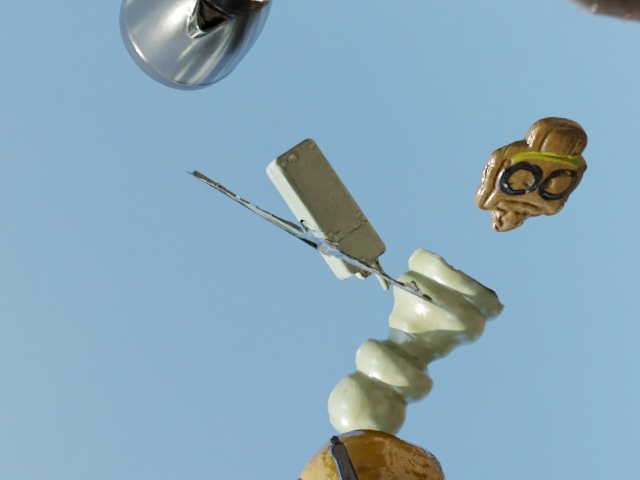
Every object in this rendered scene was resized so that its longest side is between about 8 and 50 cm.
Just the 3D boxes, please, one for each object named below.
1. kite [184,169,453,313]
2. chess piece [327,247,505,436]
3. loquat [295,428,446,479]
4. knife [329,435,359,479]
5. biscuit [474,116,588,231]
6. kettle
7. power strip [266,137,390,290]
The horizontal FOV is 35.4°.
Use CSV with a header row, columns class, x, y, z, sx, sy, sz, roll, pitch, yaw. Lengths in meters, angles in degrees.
class,x,y,z,sx,sy,sz,roll,pitch,yaw
kite,0.000,-0.001,1.347,0.405,0.368,0.014,28,-94,5
chess piece,0.141,0.192,1.655,0.182,0.182,0.330,38,-96,-19
loquat,0.078,0.357,1.421,0.234,0.176,0.187,4,-144,-1
knife,0.040,0.297,1.241,0.031,0.018,0.121,-23,-80,-10
biscuit,0.409,-0.118,1.941,0.208,0.290,0.041,6,-137,-19
kettle,-0.148,-0.369,1.509,0.250,0.271,0.207,-27,-87,-30
power strip,0.025,-0.031,1.681,0.093,0.053,0.288,-35,-88,-28
